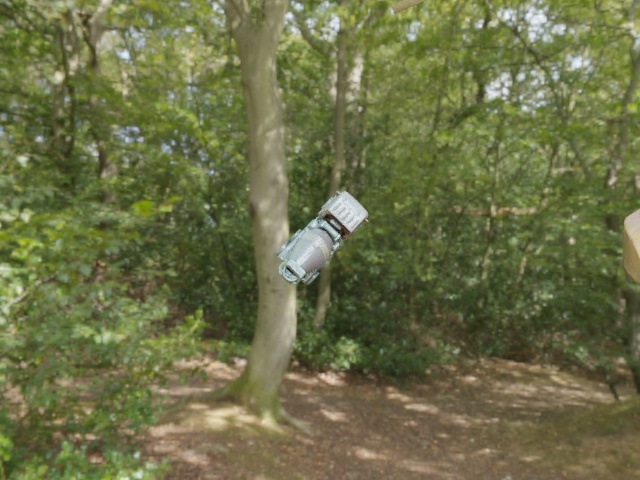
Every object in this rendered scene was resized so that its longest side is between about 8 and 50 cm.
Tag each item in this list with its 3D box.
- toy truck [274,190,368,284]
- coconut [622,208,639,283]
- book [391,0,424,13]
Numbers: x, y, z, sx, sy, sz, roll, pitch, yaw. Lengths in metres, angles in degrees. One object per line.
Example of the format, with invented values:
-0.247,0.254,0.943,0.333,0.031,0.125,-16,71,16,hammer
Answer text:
0.000,0.000,1.498,0.108,0.257,0.140,45,-14,-2,toy truck
0.501,0.007,0.923,0.147,0.147,0.152,8,-41,-41,coconut
0.199,-0.360,0.826,0.013,0.168,0.192,54,-25,-21,book
